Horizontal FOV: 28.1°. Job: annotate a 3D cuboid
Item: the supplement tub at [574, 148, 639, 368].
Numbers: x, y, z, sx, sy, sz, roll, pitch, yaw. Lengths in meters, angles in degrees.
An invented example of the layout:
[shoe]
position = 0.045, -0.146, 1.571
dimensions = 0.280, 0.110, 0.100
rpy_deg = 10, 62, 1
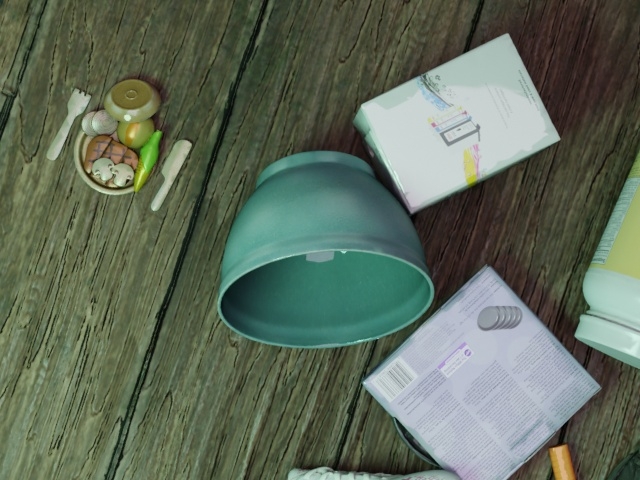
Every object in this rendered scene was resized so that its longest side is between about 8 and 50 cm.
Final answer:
[supplement tub]
position = 0.512, 0.022, 1.779
dimensions = 0.241, 0.241, 0.331
rpy_deg = 24, 87, 0

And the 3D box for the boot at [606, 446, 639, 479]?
[boot]
position = 0.504, 0.304, 1.770
dimensions = 0.091, 0.229, 0.263
rpy_deg = 38, 87, 0

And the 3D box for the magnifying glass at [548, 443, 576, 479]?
[magnifying glass]
position = 0.373, 0.412, 1.864
dimensions = 0.092, 0.026, 0.231
rpy_deg = -13, 87, -2

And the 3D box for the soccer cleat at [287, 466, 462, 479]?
[soccer cleat]
position = 0.033, 0.365, 1.802
dimensions = 0.331, 0.116, 0.143
rpy_deg = -22, 63, 3

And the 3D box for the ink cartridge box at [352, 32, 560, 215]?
[ink cartridge box]
position = 0.186, -0.155, 1.813
dimensions = 0.232, 0.171, 0.168
rpy_deg = -26, 88, -2

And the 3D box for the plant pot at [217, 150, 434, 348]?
[plant pot]
position = 0.000, 0.000, 1.766
dimensions = 0.293, 0.293, 0.196
rpy_deg = -4, 61, -2

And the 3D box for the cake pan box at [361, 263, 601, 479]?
[cake pan box]
position = 0.227, 0.211, 1.849
dimensions = 0.267, 0.070, 0.246
rpy_deg = -44, 87, -3

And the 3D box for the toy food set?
[toy food set]
position = -0.297, -0.132, 1.863
dimensions = 0.192, 0.038, 0.132
rpy_deg = 25, 87, 0

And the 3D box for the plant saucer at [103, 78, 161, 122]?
[plant saucer]
position = -0.274, -0.208, 1.859
dimensions = 0.083, 0.015, 0.083
rpy_deg = 0, 55, 0
